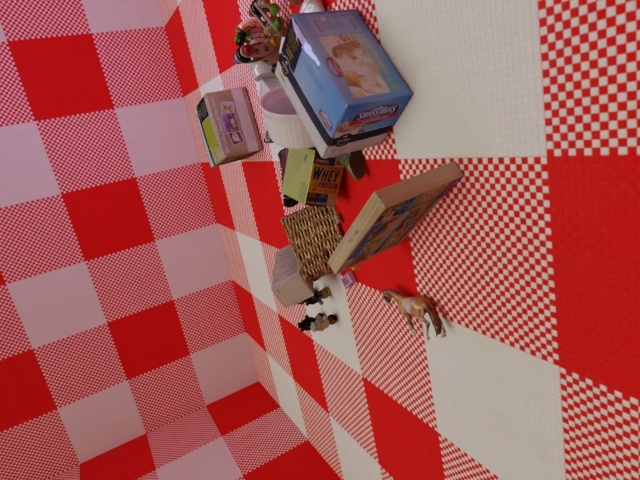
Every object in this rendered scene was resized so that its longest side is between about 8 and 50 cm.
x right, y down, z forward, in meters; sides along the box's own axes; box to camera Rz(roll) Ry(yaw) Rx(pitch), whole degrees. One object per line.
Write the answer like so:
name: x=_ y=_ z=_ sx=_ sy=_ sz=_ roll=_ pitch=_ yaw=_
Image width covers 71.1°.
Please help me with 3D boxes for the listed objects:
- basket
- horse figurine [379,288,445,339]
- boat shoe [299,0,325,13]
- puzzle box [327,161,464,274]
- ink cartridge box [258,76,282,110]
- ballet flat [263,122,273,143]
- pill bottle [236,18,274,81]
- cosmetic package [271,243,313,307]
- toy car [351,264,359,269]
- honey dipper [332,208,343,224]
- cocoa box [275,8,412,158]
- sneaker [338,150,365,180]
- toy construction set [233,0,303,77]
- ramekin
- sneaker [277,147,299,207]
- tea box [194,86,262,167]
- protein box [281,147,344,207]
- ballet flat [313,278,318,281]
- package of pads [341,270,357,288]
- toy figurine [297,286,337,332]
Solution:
basket: x=0.000 y=0.000 z=1.911 sx=0.213 sy=0.223 sz=0.299 roll=18 pitch=-131 yaw=-78
horse figurine: x=0.313 y=0.238 z=1.469 sx=0.263 sy=0.066 sz=0.175 roll=-4 pitch=109 yaw=67
boat shoe: x=-0.047 y=-0.690 z=1.524 sx=0.084 sy=0.095 sz=0.258 roll=66 pitch=156 yaw=22
puzzle box: x=0.195 y=-0.050 z=1.267 sx=0.052 sy=0.272 sz=0.409 roll=59 pitch=154 yaw=16
ink cartridge box: x=-0.180 y=-0.571 z=1.891 sx=0.203 sy=0.085 sz=0.148 roll=57 pitch=152 yaw=29
ballet flat: x=-0.231 y=-0.516 z=2.061 sx=0.070 sy=0.070 sz=0.188 roll=58 pitch=152 yaw=27
pill bottle: x=-0.263 y=-0.789 z=1.866 sx=0.121 sy=0.121 sz=0.221 roll=-14 pitch=94 yaw=65
cosmetic package: x=-0.121 y=0.144 z=2.019 sx=0.129 sy=0.153 sz=0.296 roll=57 pitch=-164 yaw=-27
toy car: x=0.126 y=0.059 z=1.754 sx=0.060 sy=0.040 sz=0.122 roll=-21 pitch=88 yaw=65
honey dipper: x=0.047 y=-0.141 z=1.794 sx=0.161 sy=0.030 sz=0.030 roll=67 pitch=155 yaw=14
cocoa box: x=0.055 y=-0.461 z=1.309 sx=0.347 sy=0.231 sz=0.228 roll=63 pitch=152 yaw=18
sneaker: x=0.098 y=-0.291 z=1.546 sx=0.086 sy=0.064 sz=0.192 roll=-29 pitch=75 yaw=66
toy construction set: x=-0.160 y=-0.759 z=1.657 sx=0.309 sy=0.237 sz=0.258 roll=-36 pitch=43 yaw=47
ramekin: x=-0.062 y=-0.429 z=1.539 sx=0.277 sy=0.277 sz=0.135 roll=45 pitch=153 yaw=44
sneaker: x=-0.137 y=-0.300 z=1.997 sx=0.162 sy=0.106 sz=0.282 roll=52 pitch=139 yaw=45
tea box: x=-0.491 y=-0.587 z=2.361 sx=0.323 sy=0.219 sz=0.329 roll=3 pitch=110 yaw=65
protein box: x=-0.030 y=-0.247 z=1.685 sx=0.201 sy=0.135 sz=0.200 roll=32 pitch=115 yaw=54
ballet flat: x=-0.059 y=0.179 z=2.208 sx=0.173 sy=0.049 sz=0.058 roll=-20 pitch=88 yaw=65
package of pads: x=0.118 y=0.161 z=1.853 sx=0.050 sy=0.031 sz=0.083 roll=66 pitch=155 yaw=17
toy figurine: x=-0.025 y=0.330 z=2.148 sx=0.209 sy=0.148 sz=0.213 roll=-19 pitch=88 yaw=59
